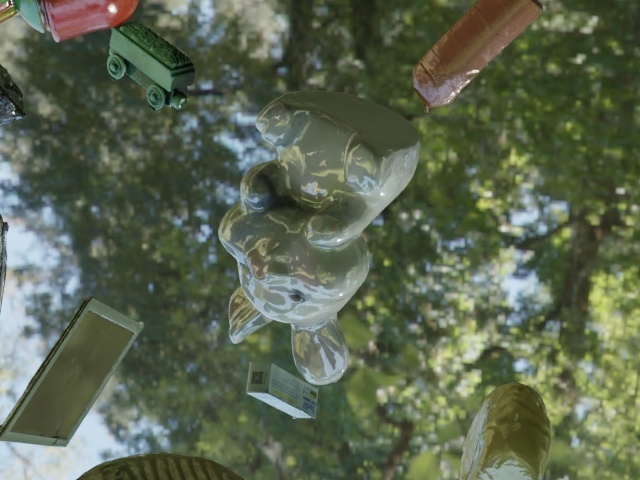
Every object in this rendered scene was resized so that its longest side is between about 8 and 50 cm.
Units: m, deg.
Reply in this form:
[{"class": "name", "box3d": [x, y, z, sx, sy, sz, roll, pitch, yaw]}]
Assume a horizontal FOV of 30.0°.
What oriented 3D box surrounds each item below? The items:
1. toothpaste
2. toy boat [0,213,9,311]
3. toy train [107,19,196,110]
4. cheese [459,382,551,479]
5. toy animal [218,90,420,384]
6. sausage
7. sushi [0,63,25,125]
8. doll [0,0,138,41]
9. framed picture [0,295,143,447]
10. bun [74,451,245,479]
[{"class": "toothpaste", "box3d": [-0.048, 0.199, 1.575, 0.034, 0.046, 0.164, -2, 160, 23]}, {"class": "toy boat", "box3d": [-0.420, 0.067, 1.309, 0.121, 0.321, 0.089, 31, -144, 21]}, {"class": "toy train", "box3d": [-0.265, -0.275, 1.869, 0.172, 0.099, 0.070, 38, -142, 23]}, {"class": "cheese", "box3d": [0.298, 0.352, 1.986, 0.117, 0.226, 0.214, 21, -145, -5]}, {"class": "toy animal", "box3d": [-0.004, -0.003, 1.523, 0.196, 0.368, 0.241, 27, -167, 25]}, {"class": "sausage", "box3d": [0.158, -0.207, 1.279, 0.065, 0.169, 0.065, 41, -162, -16]}, {"class": "sushi", "box3d": [-0.364, -0.153, 1.240, 0.084, 0.098, 0.094, -35, -132, 5]}, {"class": "doll", "box3d": [-0.315, -0.343, 1.532, 0.363, 0.160, 0.182, -13, -158, -1]}, {"class": "framed picture", "box3d": [-0.363, 0.198, 1.755, 0.019, 0.232, 0.296, 31, 172, 11]}, {"class": "bun", "box3d": [-0.135, 0.277, 1.001, 0.237, 0.116, 0.210, -10, -145, -41]}]
